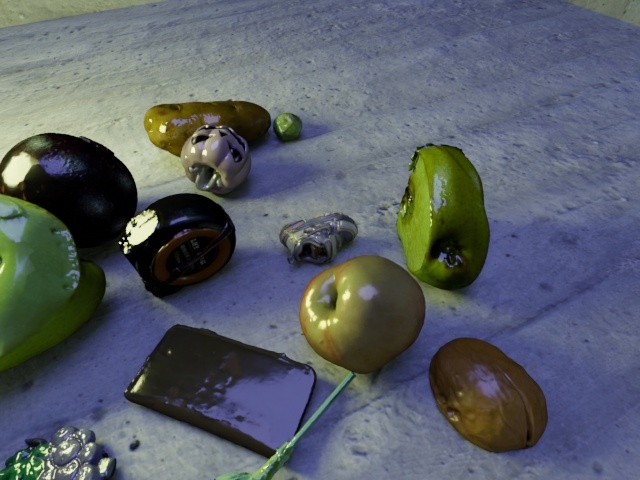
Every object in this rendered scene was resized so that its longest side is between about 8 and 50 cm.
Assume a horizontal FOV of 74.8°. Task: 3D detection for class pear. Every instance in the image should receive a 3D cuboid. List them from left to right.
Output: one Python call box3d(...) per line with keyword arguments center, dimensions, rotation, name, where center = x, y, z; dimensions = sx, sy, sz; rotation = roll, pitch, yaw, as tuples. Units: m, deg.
box3d(center=(-0.573, 0.082, 0.773), dimensions=(0.319, 0.238, 0.341), rotation=(-3, 75, -23), name="pear")
box3d(center=(0.266, -0.037, 0.864), dimensions=(0.164, 0.238, 0.255), rotation=(2, 44, -5), name="pear")

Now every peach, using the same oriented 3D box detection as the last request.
box3d(center=(0.086, 0.133, 0.739), dimensions=(0.233, 0.232, 0.232), rotation=(-1, 46, 1), name="peach")

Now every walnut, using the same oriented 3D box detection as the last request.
box3d(center=(0.278, 0.240, 0.701), dimensions=(0.167, 0.086, 0.211), rotation=(-28, 51, -18), name="walnut")

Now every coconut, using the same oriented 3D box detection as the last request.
box3d(center=(-0.101, -0.349, 1.283), dimensions=(0.088, 0.087, 0.096), rotation=(8, 39, 9), name="coconut")

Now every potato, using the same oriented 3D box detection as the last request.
box3d(center=(-0.318, -0.333, 1.232), dimensions=(0.370, 0.195, 0.176), rotation=(-14, 83, -24), name="potato")

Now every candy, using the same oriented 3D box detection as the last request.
box3d(center=(-0.056, 0.306, 0.620), dimensions=(0.091, 0.083, 0.305), rotation=(45, 70, 3), name="candy")

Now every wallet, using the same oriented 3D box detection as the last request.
box3d(center=(-0.169, 0.253, 0.733), dimensions=(0.310, 0.042, 0.165), rotation=(14, 49, 14), name="wallet")

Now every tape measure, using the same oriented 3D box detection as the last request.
box3d(center=(-0.288, 0.004, 0.868), dimensions=(0.223, 0.202, 0.135), rotation=(-27, 54, -16), name="tape measure")

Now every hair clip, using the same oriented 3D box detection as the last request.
box3d(center=(-0.406, 0.354, 0.649), dimensions=(0.196, 0.052, 0.124), rotation=(-7, 36, 6), name="hair clip")

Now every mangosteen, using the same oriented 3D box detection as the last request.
box3d(center=(-0.567, -0.097, 0.940), dimensions=(0.289, 0.287, 0.287), rotation=(-1, 46, 1), name="mangosteen")

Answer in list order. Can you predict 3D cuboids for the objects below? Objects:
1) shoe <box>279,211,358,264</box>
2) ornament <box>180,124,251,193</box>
box3d(center=(0.000, 0.000, 0.939), dimensions=(0.180, 0.088, 0.092), rotation=(-10, 46, -4), name="shoe")
box3d(center=(-0.272, -0.204, 1.087), dimensions=(0.178, 0.177, 0.177), rotation=(-1, 46, 1), name="ornament")
